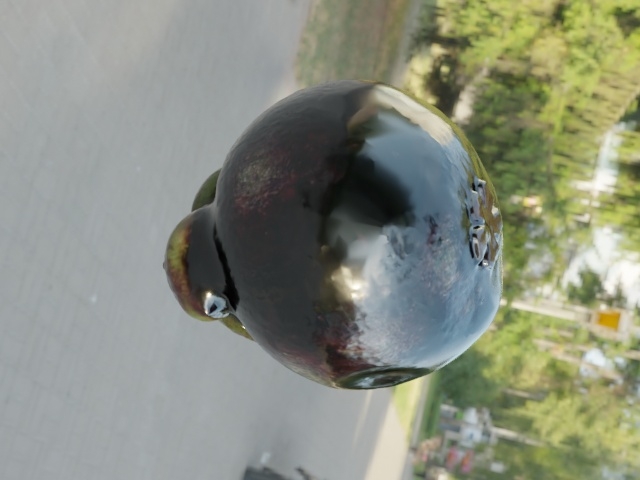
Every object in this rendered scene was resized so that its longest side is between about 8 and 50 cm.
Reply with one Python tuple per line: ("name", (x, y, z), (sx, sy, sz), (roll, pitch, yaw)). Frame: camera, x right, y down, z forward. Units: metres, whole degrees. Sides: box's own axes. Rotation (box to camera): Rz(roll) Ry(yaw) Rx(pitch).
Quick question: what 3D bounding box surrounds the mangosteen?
("mangosteen", (0.000, 0.000, 0.917), (0.275, 0.302, 0.275), (31, 55, -58))
